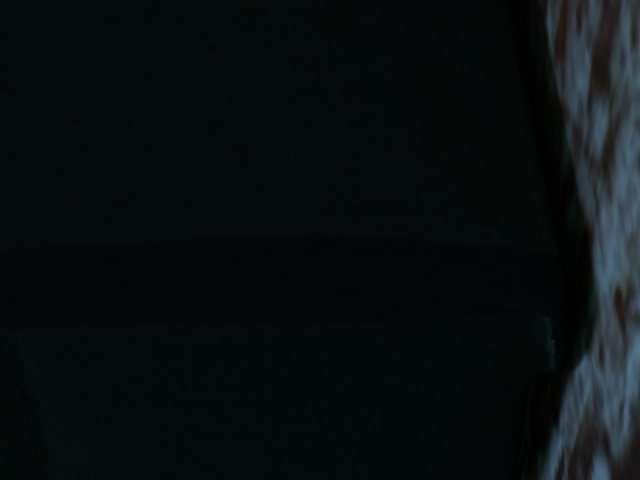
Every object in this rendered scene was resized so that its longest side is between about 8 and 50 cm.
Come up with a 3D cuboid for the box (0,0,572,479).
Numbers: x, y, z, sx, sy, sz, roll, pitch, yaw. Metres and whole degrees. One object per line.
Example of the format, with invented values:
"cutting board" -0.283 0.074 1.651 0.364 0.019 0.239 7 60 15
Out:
"box" -0.082 -0.062 0.503 0.204 0.251 0.345 92 175 -53
